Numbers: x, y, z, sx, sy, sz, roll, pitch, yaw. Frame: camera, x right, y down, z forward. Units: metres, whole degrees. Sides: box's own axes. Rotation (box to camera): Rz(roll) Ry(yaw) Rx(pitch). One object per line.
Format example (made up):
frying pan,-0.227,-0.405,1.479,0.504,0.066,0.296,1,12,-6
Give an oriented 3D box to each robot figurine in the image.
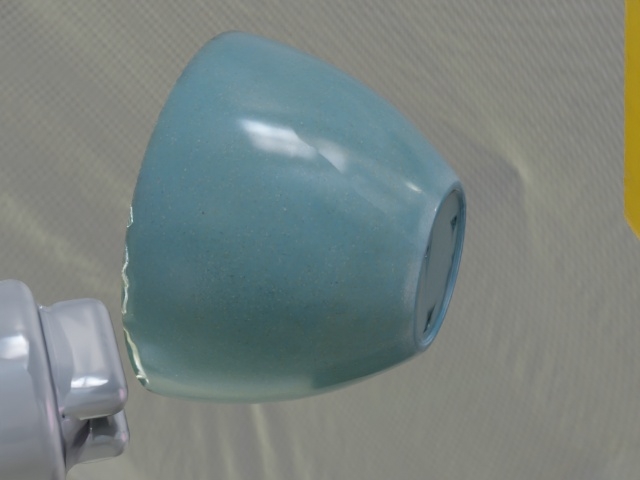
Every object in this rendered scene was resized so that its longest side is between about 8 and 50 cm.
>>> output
robot figurine,-0.344,0.147,1.361,0.353,0.200,0.300,-9,-40,-14

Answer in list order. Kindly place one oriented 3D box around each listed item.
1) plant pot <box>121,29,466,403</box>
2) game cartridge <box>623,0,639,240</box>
plant pot,0.000,0.000,1.222,0.195,0.290,0.290,13,-49,16
game cartridge,0.239,0.013,0.745,0.052,0.324,0.285,-24,-35,-7
